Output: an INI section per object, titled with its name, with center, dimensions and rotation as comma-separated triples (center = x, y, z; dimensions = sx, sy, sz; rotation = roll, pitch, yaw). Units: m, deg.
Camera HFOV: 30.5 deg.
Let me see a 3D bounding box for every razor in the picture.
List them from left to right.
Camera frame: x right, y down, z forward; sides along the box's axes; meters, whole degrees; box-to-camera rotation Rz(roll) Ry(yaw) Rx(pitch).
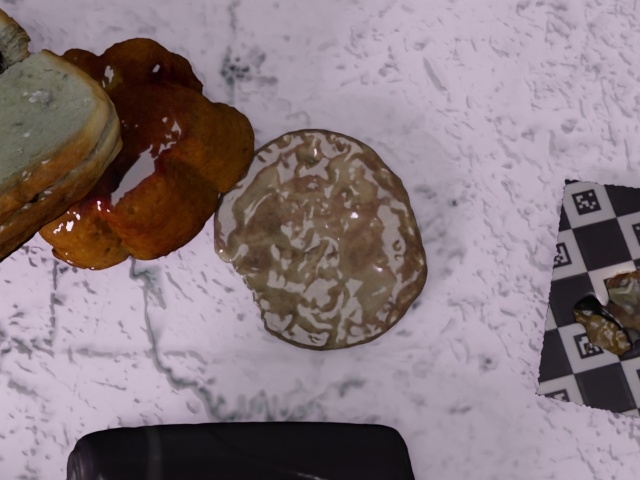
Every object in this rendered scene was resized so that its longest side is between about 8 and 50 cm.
[razor]
center = -0.073, 0.279, 1.149
dimensions = 0.349, 0.113, 0.204
rotation = 1, 72, -15

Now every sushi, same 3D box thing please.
[sushi]
center = 0.379, 0.077, 1.214
dimensions = 0.290, 0.050, 0.263
rotation = 9, 69, 6

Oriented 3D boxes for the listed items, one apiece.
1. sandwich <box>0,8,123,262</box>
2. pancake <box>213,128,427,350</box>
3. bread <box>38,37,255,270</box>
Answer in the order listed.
[sandwich]
center = -0.344, -0.106, 1.107
dimensions = 0.273, 0.095, 0.249
rotation = 37, 64, 23
[pancake]
center = 0.000, 0.000, 1.246
dimensions = 0.236, 0.042, 0.222
rotation = 37, 87, 4
[bread]
center = -0.216, -0.096, 1.223
dimensions = 0.247, 0.135, 0.232
rotation = -44, 68, -1
